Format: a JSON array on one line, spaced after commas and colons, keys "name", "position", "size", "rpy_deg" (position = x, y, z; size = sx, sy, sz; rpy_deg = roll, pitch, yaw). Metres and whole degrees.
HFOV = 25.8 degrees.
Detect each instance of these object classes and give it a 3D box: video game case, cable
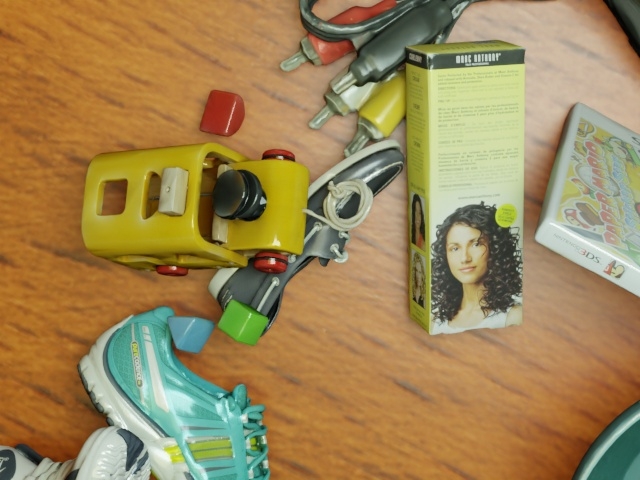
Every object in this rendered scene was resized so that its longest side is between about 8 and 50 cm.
[{"name": "video game case", "position": [0.274, -0.011, 1.093], "size": [0.206, 0.227, 0.026], "rpy_deg": [28, 122, 0]}, {"name": "cable", "position": [0.096, -0.199, 1.178], "size": [0.287, 0.072, 0.139], "rpy_deg": [-35, 84, -8]}]

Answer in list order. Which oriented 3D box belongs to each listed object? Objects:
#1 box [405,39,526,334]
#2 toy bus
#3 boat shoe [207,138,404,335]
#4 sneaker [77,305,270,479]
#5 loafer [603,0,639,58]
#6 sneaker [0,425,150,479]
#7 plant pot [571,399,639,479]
[{"name": "box", "position": [0.118, -0.043, 1.142], "size": [0.087, 0.058, 0.232], "rpy_deg": [-7, 105, -14]}, {"name": "toy bus", "position": [-0.095, -0.029, 1.120], "size": [0.202, 0.104, 0.191], "rpy_deg": [-49, 58, 13]}, {"name": "boat shoe", "position": [0.000, 0.000, 1.166], "size": [0.206, 0.075, 0.065], "rpy_deg": [-41, 72, 12]}, {"name": "sneaker", "position": [-0.086, 0.177, 1.176], "size": [0.110, 0.107, 0.275], "rpy_deg": [-39, 92, -6]}, {"name": "loafer", "position": [0.260, -0.215, 1.124], "size": [0.078, 0.080, 0.220], "rpy_deg": [-35, 119, 9]}, {"name": "sneaker", "position": [-0.233, 0.207, 1.151], "size": [0.153, 0.235, 0.094], "rpy_deg": [31, 50, 11]}, {"name": "plant pot", "position": [0.322, 0.235, 1.113], "size": [0.290, 0.195, 0.290], "rpy_deg": [0, 93, 2]}]
